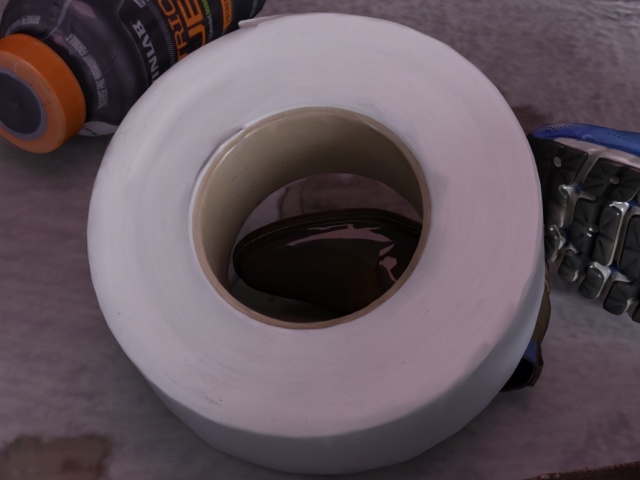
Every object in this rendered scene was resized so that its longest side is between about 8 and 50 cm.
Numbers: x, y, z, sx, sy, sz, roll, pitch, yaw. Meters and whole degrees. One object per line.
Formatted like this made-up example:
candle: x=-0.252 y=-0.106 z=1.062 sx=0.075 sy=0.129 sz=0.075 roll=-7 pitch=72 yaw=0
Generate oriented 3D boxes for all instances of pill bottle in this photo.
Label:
pill bottle: x=-0.156 y=-0.165 z=1.316 sx=0.130 sy=0.130 sz=0.246 roll=25 pitch=48 yaw=21

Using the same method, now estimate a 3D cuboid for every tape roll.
tape roll: x=0.000 y=0.000 z=1.090 sx=0.286 sy=0.100 sz=0.286 roll=-3 pitch=68 yaw=8

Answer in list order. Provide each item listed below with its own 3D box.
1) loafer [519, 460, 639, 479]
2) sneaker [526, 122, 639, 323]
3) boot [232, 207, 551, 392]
loafer: x=0.231 y=0.183 z=0.996 sx=0.365 sy=0.134 sz=0.130 roll=1 pitch=16 yaw=-17
sneaker: x=0.291 y=-0.019 z=1.190 sx=0.330 sy=0.130 sz=0.147 roll=16 pitch=43 yaw=-6
boot: x=0.049 y=0.042 z=1.145 sx=0.219 sy=0.082 sz=0.106 roll=4 pitch=40 yaw=-3
